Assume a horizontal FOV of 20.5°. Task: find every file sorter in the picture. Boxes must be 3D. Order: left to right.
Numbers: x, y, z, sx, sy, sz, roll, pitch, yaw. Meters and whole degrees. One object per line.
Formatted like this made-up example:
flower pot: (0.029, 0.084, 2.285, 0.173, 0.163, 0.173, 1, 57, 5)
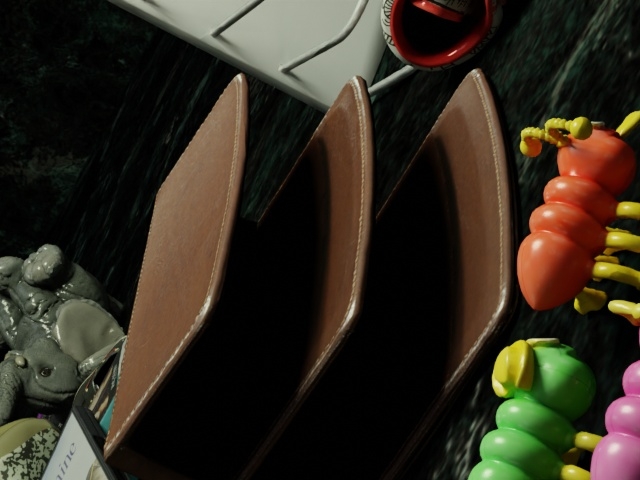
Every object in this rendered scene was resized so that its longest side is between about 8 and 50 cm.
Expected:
file sorter: (-0.031, -0.250, 1.374, 0.173, 0.278, 0.192, -19, 47, 66)

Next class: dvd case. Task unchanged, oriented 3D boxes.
dvd case: (-0.213, 0.272, 1.532, 0.180, 0.022, 0.253, -66, 26, 10)

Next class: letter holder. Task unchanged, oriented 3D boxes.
letter holder: (0.000, 0.000, 1.060, 0.214, 0.152, 0.302, -56, 15, 27)

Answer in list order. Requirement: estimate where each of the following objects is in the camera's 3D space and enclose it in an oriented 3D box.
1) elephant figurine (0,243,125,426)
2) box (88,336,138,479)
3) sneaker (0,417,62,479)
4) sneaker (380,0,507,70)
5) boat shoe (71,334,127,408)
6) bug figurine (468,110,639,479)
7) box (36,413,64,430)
elephant figurine: (-0.308, 0.139, 2.038, 0.169, 0.186, 0.239, 78, 172, -51)
box: (-0.152, 0.113, 1.641, 0.244, 0.060, 0.100, -60, 14, 20)
sneaker: (-0.315, 0.361, 1.772, 0.182, 0.158, 0.410, -9, 48, 36)
sneaker: (0.118, -0.235, 1.164, 0.145, 0.090, 0.270, -82, 18, -50)
boat shoe: (-0.230, 0.162, 1.884, 0.133, 0.049, 0.042, -57, 7, 14)
bug figurine: (0.129, 0.019, 0.686, 0.216, 0.072, 0.279, -69, 14, -16)
box: (-0.316, 0.192, 2.214, 0.162, 0.029, 0.116, -62, 14, 17)
